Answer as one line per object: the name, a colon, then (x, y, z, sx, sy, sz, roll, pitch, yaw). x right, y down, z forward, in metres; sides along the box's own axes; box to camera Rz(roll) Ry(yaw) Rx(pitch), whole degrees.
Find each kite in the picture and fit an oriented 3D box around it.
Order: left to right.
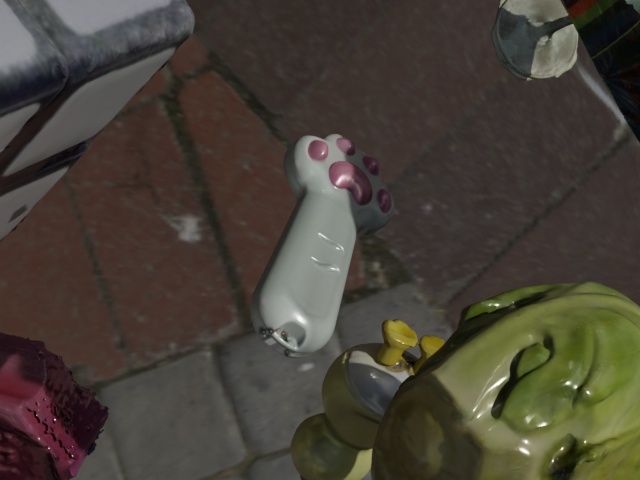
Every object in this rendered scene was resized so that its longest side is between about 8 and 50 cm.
kite: (0.122, -0.067, 0.568, 0.122, 0.004, 0.090, 33, 131, 41)

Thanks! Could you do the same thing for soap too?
soap: (-0.330, 0.160, 1.530, 0.250, 0.099, 0.162, 9, 133, 18)

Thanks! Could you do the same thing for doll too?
doll: (0.048, 0.208, 1.927, 0.141, 0.296, 0.117, 21, 48, -19)

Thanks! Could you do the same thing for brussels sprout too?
brussels sprout: (0.199, 0.184, 1.540, 0.247, 0.328, 0.328, 26, 94, 36)

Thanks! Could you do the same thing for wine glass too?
wine glass: (0.297, -0.255, 1.805, 0.156, 0.232, 0.156, 2, 85, -21)

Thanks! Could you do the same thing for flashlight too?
flashlight: (0.000, 0.000, 1.139, 0.093, 0.200, 0.047, 37, 133, -16)

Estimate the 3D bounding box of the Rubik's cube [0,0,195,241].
Rubik's cube: (-0.300, -0.093, 0.705, 0.305, 0.304, 0.301, 51, 126, 3)
